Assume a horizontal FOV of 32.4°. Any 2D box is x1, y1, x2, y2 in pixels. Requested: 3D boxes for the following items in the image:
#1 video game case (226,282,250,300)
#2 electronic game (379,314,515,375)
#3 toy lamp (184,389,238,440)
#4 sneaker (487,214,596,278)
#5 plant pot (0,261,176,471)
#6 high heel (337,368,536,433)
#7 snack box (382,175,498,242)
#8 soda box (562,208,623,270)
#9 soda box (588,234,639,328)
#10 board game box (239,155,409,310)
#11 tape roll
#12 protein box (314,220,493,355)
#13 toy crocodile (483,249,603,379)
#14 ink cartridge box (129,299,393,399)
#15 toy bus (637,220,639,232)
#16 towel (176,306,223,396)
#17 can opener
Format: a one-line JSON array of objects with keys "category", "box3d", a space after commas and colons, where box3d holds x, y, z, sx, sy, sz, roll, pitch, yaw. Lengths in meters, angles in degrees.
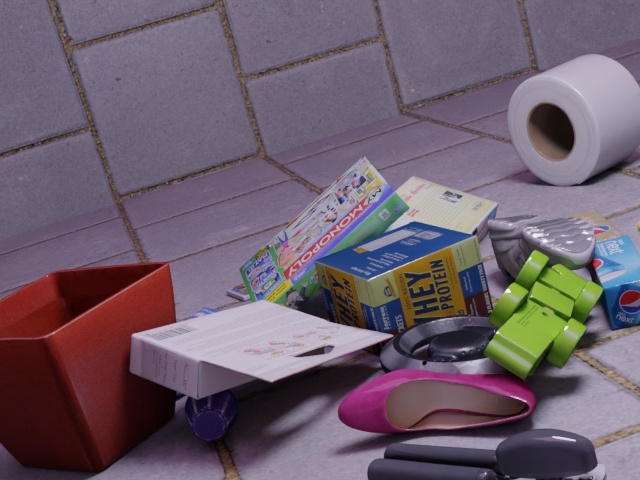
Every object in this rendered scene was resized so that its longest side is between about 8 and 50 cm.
[{"category": "video game case", "box3d": [-0.119, 0.089, 2.219, 0.122, 0.011, 0.087, -22, 17, -24]}, {"category": "electronic game", "box3d": [0.198, 0.158, 1.565, 0.229, 0.048, 0.229, -7, 15, 2]}, {"category": "toy lamp", "box3d": [-0.157, 0.223, 1.647, 0.080, 0.080, 0.275, -15, 13, 3]}, {"category": "sneaker", "box3d": [0.359, 0.025, 1.759, 0.105, 0.115, 0.281, -10, 8, -11]}, {"category": "plant pot", "box3d": [-0.366, 0.195, 1.647, 0.267, 0.236, 0.267, -5, 19, 36]}, {"category": "high heel", "box3d": [0.144, 0.210, 1.377, 0.244, 0.082, 0.117, -3, 5, 0]}, {"category": "snack box", "box3d": [0.198, -0.024, 2.075, 0.187, 0.060, 0.322, 20, 28, 19]}, {"category": "soda box", "box3d": [0.460, 0.001, 1.850, 0.061, 0.058, 0.181, -15, 15, 4]}, {"category": "soda box", "box3d": [0.446, 0.059, 1.638, 0.071, 0.067, 0.210, -13, 14, 10]}, {"category": "board game box", "box3d": [0.000, 0.000, 1.953, 0.317, 0.046, 0.213, -42, 23, 5]}, {"category": "tape roll", "box3d": [0.542, -0.256, 2.342, 0.169, 0.246, 0.246, -25, 17, -33]}, {"category": "protein box", "box3d": [0.131, 0.074, 1.770, 0.201, 0.136, 0.200, -22, 16, -21]}, {"category": "toy crocodile", "box3d": [0.298, 0.106, 1.491, 0.115, 0.105, 0.340, 30, 28, 13]}, {"category": "ink cartridge box", "box3d": [-0.082, 0.166, 1.602, 0.261, 0.066, 0.296, 14, 16, 35]}, {"category": "toy bus", "box3d": [0.552, 0.013, 1.537, 0.211, 0.220, 0.149, -55, 26, -12]}, {"category": "towel", "box3d": [-0.236, 0.193, 1.909, 0.243, 0.040, 0.336, 0, 21, 43]}, {"category": "can opener", "box3d": [0.174, 0.239, 1.205, 0.283, 0.095, 0.076, -3, 18, 38]}]
